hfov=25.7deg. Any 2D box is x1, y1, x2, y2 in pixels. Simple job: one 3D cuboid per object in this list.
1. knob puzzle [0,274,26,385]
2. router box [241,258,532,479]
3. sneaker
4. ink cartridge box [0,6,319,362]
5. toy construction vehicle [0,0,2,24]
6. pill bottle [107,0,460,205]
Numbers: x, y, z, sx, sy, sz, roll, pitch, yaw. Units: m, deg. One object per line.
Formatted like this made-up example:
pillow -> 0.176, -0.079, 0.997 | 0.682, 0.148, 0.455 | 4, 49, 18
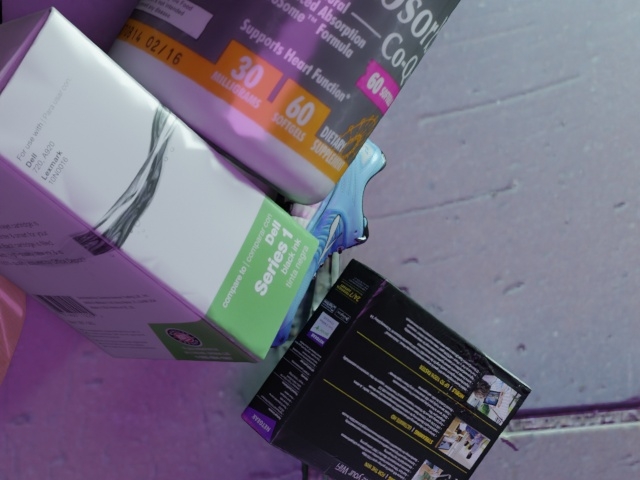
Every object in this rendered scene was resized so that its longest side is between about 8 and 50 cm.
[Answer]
knob puzzle -> -0.270, 0.037, 0.868 | 0.213, 0.030, 0.213 | -5, 103, -20
router box -> 0.050, 0.112, 0.975 | 0.179, 0.046, 0.133 | 37, 87, -37
sneaker -> 0.000, 0.000, 0.943 | 0.073, 0.063, 0.162 | 21, 95, -27
ink cartridge box -> -0.136, -0.023, 0.810 | 0.219, 0.160, 0.092 | 42, 62, -31
toy construction vehicle -> -0.236, -0.150, 0.839 | 0.086, 0.035, 0.098 | -5, 111, -18
pill bottle -> 0.007, -0.174, 0.851 | 0.162, 0.162, 0.278 | 33, 90, -24
